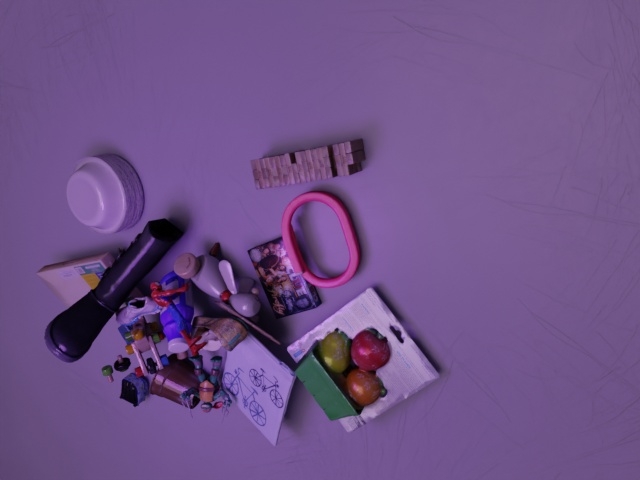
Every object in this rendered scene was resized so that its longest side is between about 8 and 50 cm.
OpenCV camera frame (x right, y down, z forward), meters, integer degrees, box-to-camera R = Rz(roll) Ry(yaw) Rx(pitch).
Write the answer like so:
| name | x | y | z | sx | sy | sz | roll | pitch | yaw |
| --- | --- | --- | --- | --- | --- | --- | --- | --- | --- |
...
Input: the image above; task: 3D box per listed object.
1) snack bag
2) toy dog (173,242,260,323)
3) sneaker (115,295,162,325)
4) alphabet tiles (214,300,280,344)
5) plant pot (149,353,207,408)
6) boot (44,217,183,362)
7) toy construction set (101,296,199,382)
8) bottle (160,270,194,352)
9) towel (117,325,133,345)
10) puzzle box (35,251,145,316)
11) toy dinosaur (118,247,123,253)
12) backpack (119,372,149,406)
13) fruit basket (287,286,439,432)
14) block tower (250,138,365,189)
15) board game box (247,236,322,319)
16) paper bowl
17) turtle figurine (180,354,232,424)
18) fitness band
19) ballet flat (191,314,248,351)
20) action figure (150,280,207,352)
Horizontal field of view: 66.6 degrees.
| name | x | y | z | sx | sy | sz | roll | pitch | yaw |
| --- | --- | --- | --- | --- | --- | --- | --- | --- | --- |
| snack bag | -0.218 | 0.467 | 1.636 | 0.323 | 0.037 | 0.343 | 35 | 124 | 33 |
| toy dog | -0.304 | 0.115 | 1.578 | 0.333 | 0.220 | 0.161 | 29 | 78 | 12 |
| sneaker | -0.627 | 0.227 | 1.638 | 0.190 | 0.083 | 0.072 | -26 | 59 | 18 |
| alphabet tiles | -0.237 | 0.266 | 1.578 | 0.237 | 0.009 | 0.198 | 37 | 165 | -11 |
| plant pot | -0.515 | 0.531 | 1.811 | 0.165 | 0.167 | 0.167 | 24 | 115 | 10 |
| boot | -0.651 | 0.142 | 1.576 | 0.445 | 0.367 | 0.146 | -42 | 110 | 8 |
| toy construction set | -0.602 | 0.323 | 1.736 | 0.308 | 0.257 | 0.238 | -7 | 112 | 6 |
| bottle | -0.488 | 0.240 | 1.657 | 0.118 | 0.092 | 0.283 | -35 | 49 | 22 |
| towel | -0.766 | 0.389 | 1.963 | 0.067 | 0.029 | 0.120 | -30 | 91 | 30 |
| puzzle box | -0.884 | 0.189 | 1.894 | 0.408 | 0.052 | 0.272 | -9 | 123 | 29 |
| toy dinosaur | -0.751 | 0.118 | 1.872 | 0.092 | 0.053 | 0.183 | 27 | 113 | 34 |
| backpack | -0.759 | 0.600 | 1.990 | 0.104 | 0.084 | 0.115 | 20 | 118 | 20 |
| fruit basket | 0.118 | 0.360 | 1.458 | 0.353 | 0.165 | 0.327 | -39 | 86 | 15 |
| block tower | -0.044 | -0.212 | 1.378 | 0.335 | 0.097 | 0.091 | -5 | 102 | 29 |
| board game box | -0.115 | 0.115 | 1.541 | 0.164 | 0.042 | 0.244 | -21 | 95 | 30 |
| paper bowl | -0.787 | -0.160 | 1.742 | 0.283 | 0.148 | 0.285 | 8 | 109 | 26 |
| turtle figurine | -0.401 | 0.524 | 1.708 | 0.175 | 0.118 | 0.235 | 0 | 92 | -12 |
| fitness band | 0.000 | 0.000 | 1.419 | 0.208 | 0.054 | 0.291 | -16 | 97 | 18 |
| ballet flat | -0.366 | 0.314 | 1.619 | 0.348 | 0.123 | 0.123 | -12 | 100 | 52 |
| action figure | -0.436 | 0.208 | 1.557 | 0.280 | 0.139 | 0.092 | 41 | 158 | 24 |
